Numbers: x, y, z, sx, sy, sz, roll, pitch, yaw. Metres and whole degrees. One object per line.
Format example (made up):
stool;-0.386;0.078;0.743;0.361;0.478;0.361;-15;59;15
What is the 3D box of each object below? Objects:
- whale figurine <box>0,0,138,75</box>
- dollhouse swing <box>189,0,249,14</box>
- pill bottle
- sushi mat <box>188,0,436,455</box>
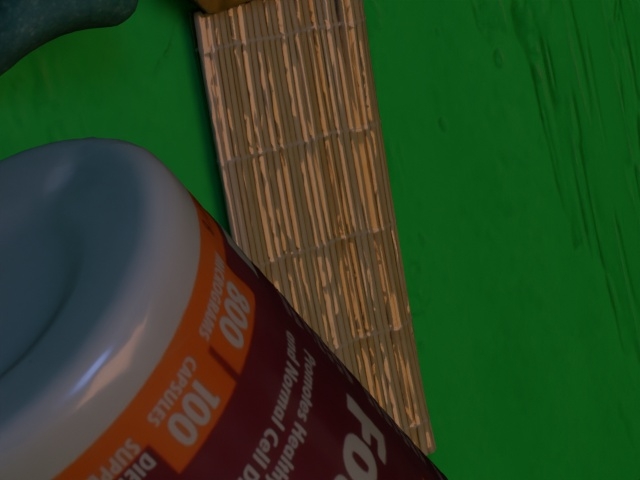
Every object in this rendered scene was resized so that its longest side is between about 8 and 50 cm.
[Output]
whale figurine;-0.160;-0.199;0.932;0.216;0.141;0.272;-25;122;-15
dollhouse swing;-0.037;-0.364;1.140;0.315;0.305;0.347;47;45;16
pill bottle;-0.056;0.152;0.999;0.392;0.224;0.224;49;56;-35
sushi mat;0.000;0.000;1.210;0.151;0.019;0.316;-20;105;-44
